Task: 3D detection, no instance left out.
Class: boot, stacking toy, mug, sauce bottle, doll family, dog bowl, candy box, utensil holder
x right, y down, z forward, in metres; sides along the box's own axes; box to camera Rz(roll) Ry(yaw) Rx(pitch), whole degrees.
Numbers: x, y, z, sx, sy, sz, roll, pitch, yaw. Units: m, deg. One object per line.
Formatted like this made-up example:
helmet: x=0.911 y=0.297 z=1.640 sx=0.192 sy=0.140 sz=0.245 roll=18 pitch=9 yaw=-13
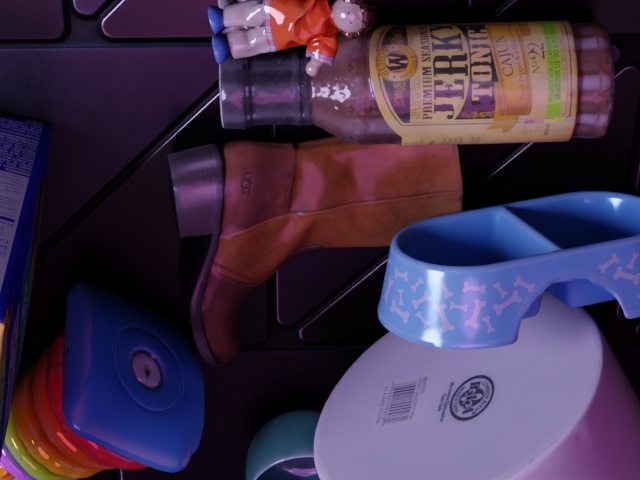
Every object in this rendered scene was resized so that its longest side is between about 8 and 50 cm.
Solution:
boot: x=0.000 y=0.000 z=1.382 sx=0.280 sy=0.096 sz=0.264 roll=-9 pitch=122 yaw=-9
stacking toy: x=-0.276 y=0.192 z=1.445 sx=0.302 sy=0.175 sz=0.166 roll=-32 pitch=136 yaw=30
mug: x=-0.025 y=0.254 z=1.523 sx=0.129 sy=0.097 sz=0.158 roll=35 pitch=117 yaw=-23
sauce bottle: x=0.083 y=-0.136 z=1.253 sx=0.344 sy=0.111 sz=0.111 roll=-3 pitch=124 yaw=-1
doll family: x=-0.018 y=-0.273 z=1.175 sx=0.163 sy=0.118 sz=0.263 roll=-8 pitch=106 yaw=11
dog bowl: x=0.196 y=0.020 z=1.316 sx=0.297 sy=0.166 sz=0.074 roll=-11 pitch=113 yaw=-15
candy box: x=-0.325 y=0.072 z=1.257 sx=0.122 sy=0.317 sz=0.268 roll=10 pitch=124 yaw=-8
utensil holder: x=0.213 y=0.285 z=1.420 sx=0.327 sy=0.327 sz=0.385 roll=-23 pitch=120 yaw=13

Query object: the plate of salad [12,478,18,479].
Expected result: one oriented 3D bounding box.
plate of salad: x=-0.360 y=0.313 z=1.582 sx=0.200 sy=0.048 sz=0.200 roll=-1 pitch=123 yaw=-1
